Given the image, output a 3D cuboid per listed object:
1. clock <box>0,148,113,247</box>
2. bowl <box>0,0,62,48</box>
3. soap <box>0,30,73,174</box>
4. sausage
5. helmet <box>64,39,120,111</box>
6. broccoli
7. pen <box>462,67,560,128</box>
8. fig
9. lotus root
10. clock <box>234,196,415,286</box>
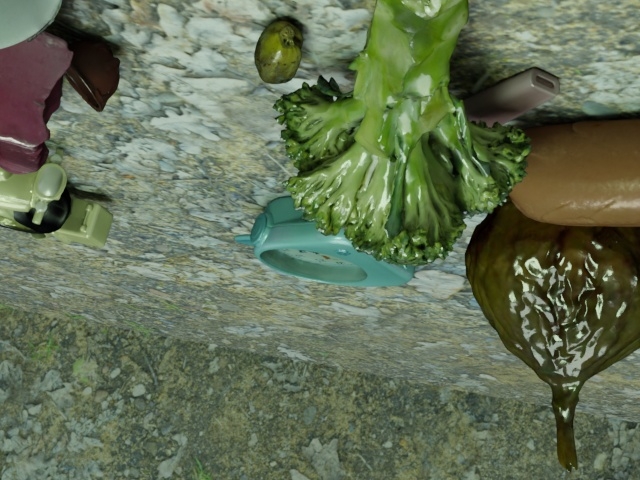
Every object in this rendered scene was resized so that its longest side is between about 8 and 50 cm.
[{"bbox_3d":[-0.501,-0.088,1.670,0.276,0.120,0.379,12,169,10],"label":"clock"},{"bbox_3d":[-0.339,-0.292,0.764,0.345,0.157,0.345,8,157,3],"label":"bowl"},{"bbox_3d":[-0.408,-0.169,1.169,0.233,0.128,0.359,17,175,-14],"label":"soap"},{"bbox_3d":[0.342,-0.075,1.143,0.304,0.121,0.121,1,161,36],"label":"sausage"},{"bbox_3d":[-0.264,-0.202,1.220,0.089,0.057,0.111,49,169,-5],"label":"helmet"},{"bbox_3d":[0.102,-0.131,1.006,0.252,0.221,0.361,44,154,1],"label":"broccoli"},{"bbox_3d":[0.186,-0.145,1.165,0.053,0.032,0.197,18,160,-26],"label":"pen"},{"bbox_3d":[0.335,0.113,1.365,0.286,0.369,0.286,0,162,0],"label":"fig"},{"bbox_3d":[-0.046,-0.195,1.105,0.049,0.054,0.099,6,163,-6],"label":"lotus root"},{"bbox_3d":[0.000,0.000,1.665,0.274,0.094,0.223,2,161,34],"label":"clock"}]
